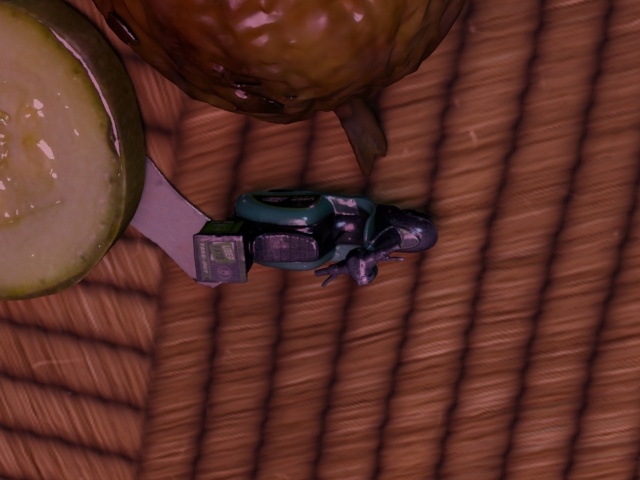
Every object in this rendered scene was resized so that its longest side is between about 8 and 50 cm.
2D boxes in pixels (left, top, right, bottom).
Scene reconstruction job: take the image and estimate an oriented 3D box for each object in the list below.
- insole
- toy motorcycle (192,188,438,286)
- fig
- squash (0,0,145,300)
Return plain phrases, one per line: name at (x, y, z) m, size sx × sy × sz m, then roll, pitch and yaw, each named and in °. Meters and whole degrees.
insole at (-0.139, -0.034, 1.461) m, size 0.197 × 0.004 × 0.065 m, roll 39°, pitch 116°, yaw -6°
toy motorcycle at (0.000, 0.000, 1.394) m, size 0.173 × 0.100 × 0.058 m, roll 2°, pitch 114°, yaw 13°
fig at (-0.011, -0.158, 1.263) m, size 0.286 × 0.286 × 0.369 m, roll -3°, pitch 136°, yaw 13°
squash at (-0.260, -0.076, 1.441) m, size 0.252 × 0.049 × 0.252 m, roll 6°, pitch 114°, yaw 13°
